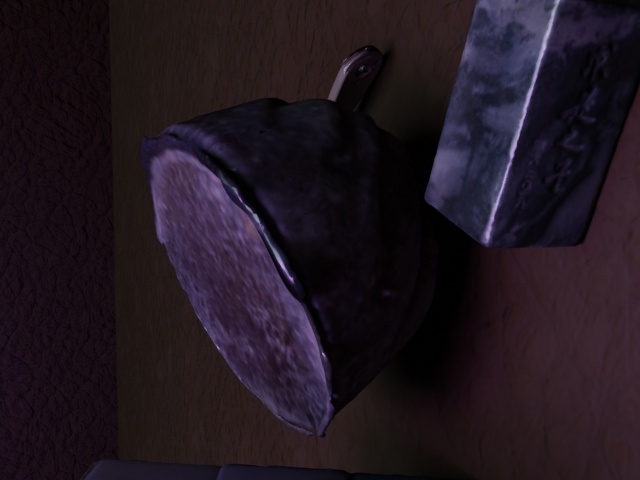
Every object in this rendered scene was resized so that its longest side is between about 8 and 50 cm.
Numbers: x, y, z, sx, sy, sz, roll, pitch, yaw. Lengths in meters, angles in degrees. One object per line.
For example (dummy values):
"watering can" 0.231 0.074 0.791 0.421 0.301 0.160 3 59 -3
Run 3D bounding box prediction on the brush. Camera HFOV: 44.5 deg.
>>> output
"brush" 0.007 -0.089 0.895 0.067 0.072 0.313 52 138 20

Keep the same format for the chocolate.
"chocolate" 0.000 0.000 0.713 0.303 0.213 0.303 44 151 32

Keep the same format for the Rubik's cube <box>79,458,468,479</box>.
"Rubik's cube" -0.040 0.372 0.524 0.347 0.347 0.344 -56 -30 -86

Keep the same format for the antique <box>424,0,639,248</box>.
"antique" 0.148 -0.094 0.536 0.086 0.088 0.183 -131 46 -54
